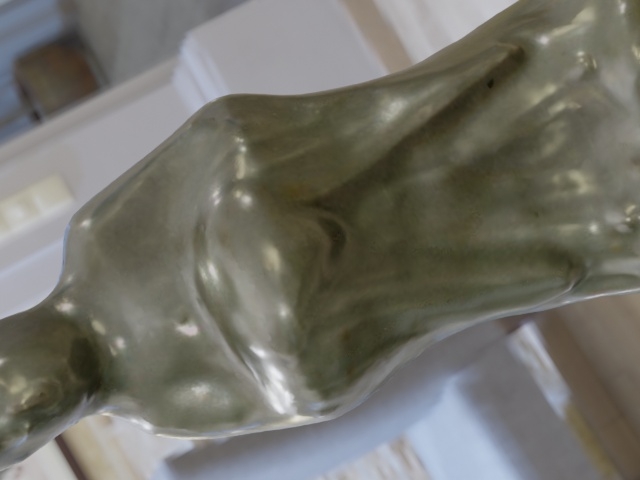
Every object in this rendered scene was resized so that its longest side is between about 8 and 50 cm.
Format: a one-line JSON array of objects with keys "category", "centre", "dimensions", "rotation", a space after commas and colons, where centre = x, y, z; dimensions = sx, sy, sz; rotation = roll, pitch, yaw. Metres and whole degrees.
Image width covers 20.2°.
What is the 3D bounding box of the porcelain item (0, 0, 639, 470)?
[{"category": "porcelain item", "centre": [0.000, 0.000, 0.404], "dimensions": [0.069, 0.216, 0.081], "rotation": [-146, 38, -70]}]
